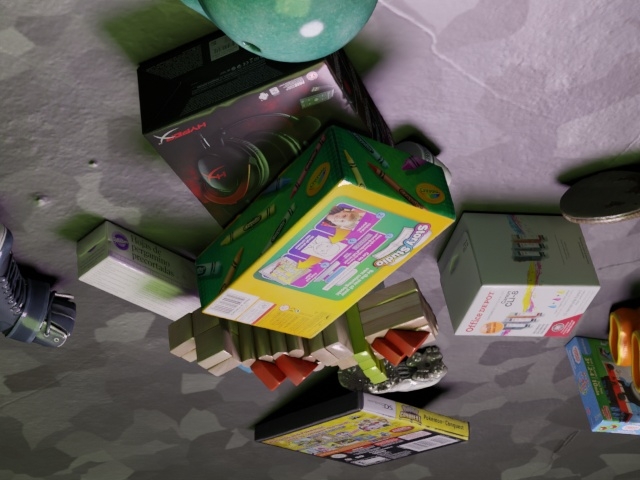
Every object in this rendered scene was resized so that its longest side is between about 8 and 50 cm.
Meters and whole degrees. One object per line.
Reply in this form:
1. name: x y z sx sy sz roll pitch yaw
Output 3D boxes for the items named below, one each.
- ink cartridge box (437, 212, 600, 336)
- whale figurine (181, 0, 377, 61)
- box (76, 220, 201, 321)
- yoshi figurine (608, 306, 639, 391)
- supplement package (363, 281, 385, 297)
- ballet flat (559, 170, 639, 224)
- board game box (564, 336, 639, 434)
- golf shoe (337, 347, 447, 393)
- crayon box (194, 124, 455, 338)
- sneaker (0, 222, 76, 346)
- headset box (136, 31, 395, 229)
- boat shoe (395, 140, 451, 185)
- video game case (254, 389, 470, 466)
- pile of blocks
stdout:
1. ink cartridge box: 0.270 0.049 1.609 0.176 0.127 0.128 2 142 -14
2. whale figurine: -0.063 -0.232 1.080 0.216 0.141 0.272 29 164 -29
3. box: -0.185 0.070 1.586 0.067 0.063 0.324 -35 137 29
4. yoshi figurine: 0.650 0.168 1.820 0.362 0.203 0.203 -10 159 -3
5. supplement package: -0.012 0.077 1.599 0.179 0.105 0.105 7 141 -21
6. ballet flat: 0.442 -0.064 1.544 0.250 0.084 0.058 -17 142 0
7. board game box: 0.516 0.241 1.893 0.211 0.160 0.039 9 138 -24
8. golf shoe: 0.114 0.224 1.860 0.176 0.069 0.086 -4 149 -7
9. crayon box: 0.000 0.000 1.334 0.165 0.081 0.278 17 136 -35
10. sneaker: -0.383 0.060 1.495 0.163 0.086 0.226 20 145 -19
11. headset box: -0.044 -0.113 1.336 0.218 0.110 0.293 -20 142 12
12. boat shoe: 0.059 -0.021 1.491 0.258 0.095 0.084 -35 137 27
13. video game case: 0.068 0.322 1.950 0.248 0.035 0.275 20 149 -34
14. pile of blocks: -0.013 0.150 1.513 0.362 0.112 0.149 -5 141 -7
